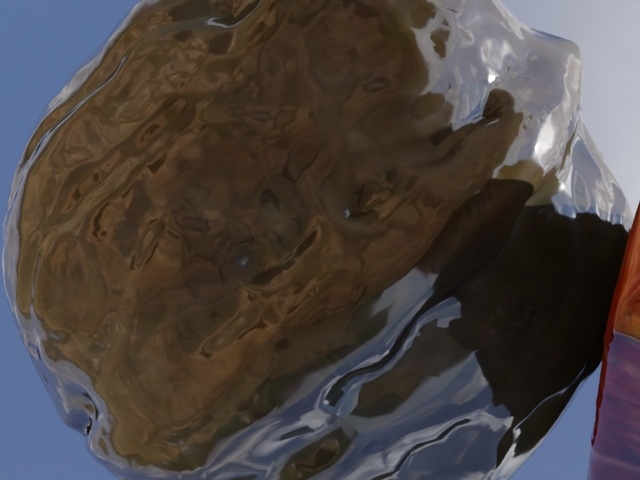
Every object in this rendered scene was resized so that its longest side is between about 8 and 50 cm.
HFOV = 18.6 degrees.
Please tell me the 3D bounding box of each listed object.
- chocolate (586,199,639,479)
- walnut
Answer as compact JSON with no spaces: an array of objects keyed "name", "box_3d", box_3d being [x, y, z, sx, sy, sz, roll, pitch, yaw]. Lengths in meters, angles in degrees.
[{"name":"chocolate","box_3d":[0.195,0.066,0.596,0.234,0.237,0.108,25,-114,15]},{"name":"walnut","box_3d":[0.000,0.000,0.681,0.224,0.224,0.224,-16,-116,36]}]
